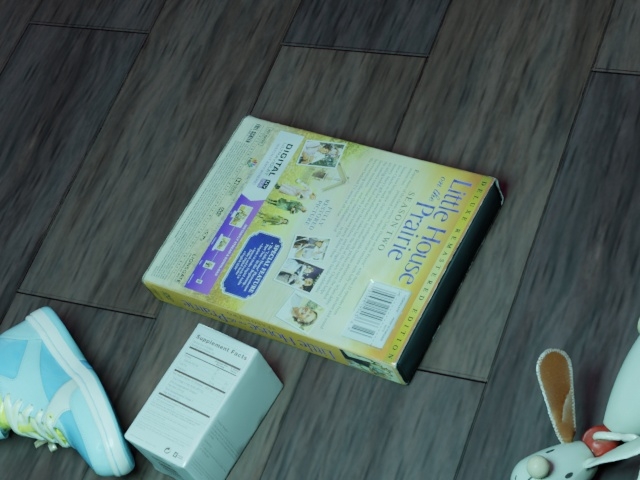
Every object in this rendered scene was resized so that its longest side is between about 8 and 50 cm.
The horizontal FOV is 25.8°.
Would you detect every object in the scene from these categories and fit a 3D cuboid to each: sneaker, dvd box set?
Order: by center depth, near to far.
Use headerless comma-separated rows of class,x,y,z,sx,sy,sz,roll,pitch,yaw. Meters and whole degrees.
sneaker,-0.386,0.238,1.854,0.208,0.127,0.319,-27,41,-16
dvd box set,0.000,0.000,1.921,0.420,0.062,0.307,16,65,30

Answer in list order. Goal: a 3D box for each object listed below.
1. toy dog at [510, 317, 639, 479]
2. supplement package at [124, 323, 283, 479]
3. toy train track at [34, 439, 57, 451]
toy dog,0.359,0.175,1.596,0.220,0.161,0.333,21,68,32
supplement package,-0.148,0.219,1.804,0.105,0.105,0.179,20,67,32
toy train track,-0.381,0.255,1.930,0.048,0.014,0.083,-30,51,0
